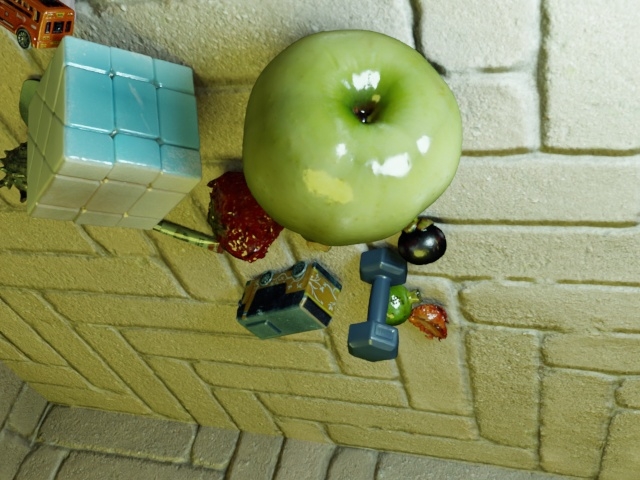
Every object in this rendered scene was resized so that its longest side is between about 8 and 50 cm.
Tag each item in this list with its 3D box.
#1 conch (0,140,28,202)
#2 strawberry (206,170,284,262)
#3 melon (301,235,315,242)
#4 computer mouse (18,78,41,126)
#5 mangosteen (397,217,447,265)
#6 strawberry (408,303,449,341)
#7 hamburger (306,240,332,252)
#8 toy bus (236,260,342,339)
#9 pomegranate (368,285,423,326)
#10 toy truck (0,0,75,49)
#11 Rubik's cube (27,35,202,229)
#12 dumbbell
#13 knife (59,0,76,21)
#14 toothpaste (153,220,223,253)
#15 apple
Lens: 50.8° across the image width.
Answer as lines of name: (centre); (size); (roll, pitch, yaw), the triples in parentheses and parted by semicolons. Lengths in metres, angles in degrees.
conch: (-0.765, -0.210, 1.930); (0.313, 0.240, 0.186); (-15, 103, 6)
strawberry: (-0.192, -0.072, 1.874); (0.221, 0.274, 0.274); (-16, 149, -19)
melon: (0.002, -0.043, 1.919); (0.162, 0.099, 0.099); (-16, 133, 42)
computer mouse: (-0.761, -0.355, 1.833); (0.113, 0.068, 0.229); (23, 144, -11)
mangosteen: (0.273, -0.006, 1.851); (0.137, 0.137, 0.151); (-14, 100, 36)
strawberry: (0.361, 0.261, 2.209); (0.121, 0.082, 0.188); (11, 157, 32)
hamburger: (0.000, 0.000, 2.022); (0.083, 0.044, 0.076); (19, 146, 0)
toy bus: (-0.110, 0.204, 2.212); (0.324, 0.194, 0.162); (-17, 134, 37)
pomegranate: (0.234, 0.207, 2.138); (0.169, 0.122, 0.143); (-3, 119, 30)
toy truck: (-0.670, -0.520, 1.500); (0.253, 0.107, 0.114); (35, 122, 15)
Rubik's cube: (-0.494, -0.235, 1.593); (0.316, 0.321, 0.319); (8, 153, -35)
dumbbell: (0.169, 0.184, 1.961); (0.160, 0.324, 0.144); (-14, 142, 35)
knife: (-0.533, -0.580, 1.465); (0.081, 0.043, 0.336); (30, 141, -17)
toothpaste: (-0.424, -0.013, 2.184); (0.239, 0.039, 0.062); (19, 137, -7)
apple: (0.055, -0.201, 1.408); (0.474, 0.473, 0.473); (11, 144, 8)
